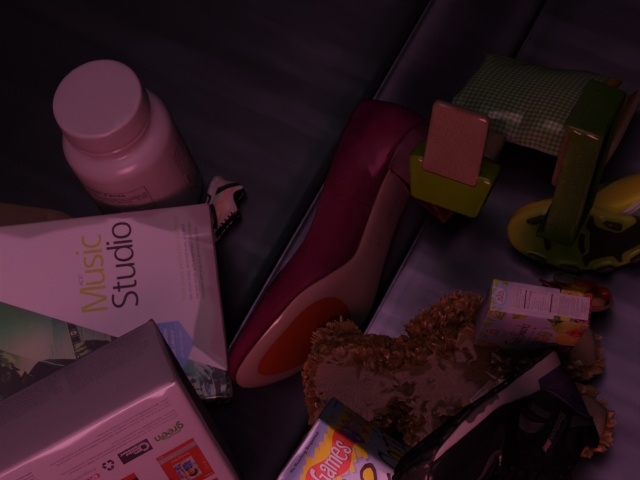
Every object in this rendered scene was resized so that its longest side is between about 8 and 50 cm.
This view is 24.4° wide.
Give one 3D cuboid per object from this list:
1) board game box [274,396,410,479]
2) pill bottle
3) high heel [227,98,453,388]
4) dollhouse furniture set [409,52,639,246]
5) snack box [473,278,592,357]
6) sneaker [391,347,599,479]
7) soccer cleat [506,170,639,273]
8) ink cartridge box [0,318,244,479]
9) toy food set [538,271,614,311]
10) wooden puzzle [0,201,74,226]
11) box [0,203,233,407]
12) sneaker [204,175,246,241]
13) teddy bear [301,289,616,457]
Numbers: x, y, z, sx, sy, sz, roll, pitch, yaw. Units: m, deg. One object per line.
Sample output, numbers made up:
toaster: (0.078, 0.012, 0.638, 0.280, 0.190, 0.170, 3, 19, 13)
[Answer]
board game box: (0.080, 0.296, 1.453, 0.275, 0.144, 0.142, 34, 96, 3)
pill bottle: (-0.226, -0.107, 1.719, 0.131, 0.229, 0.131, -4, 64, 9)
high heel: (0.000, 0.000, 1.705, 0.377, 0.127, 0.181, -43, 51, -14)
dollhouse furniture set: (0.240, -0.159, 1.628, 0.197, 0.151, 0.301, 19, 41, 15)
snack box: (0.212, 0.080, 1.498, 0.100, 0.141, 0.037, 9, 72, 3)
sneaker: (0.186, 0.203, 1.415, 0.283, 0.107, 0.124, -25, 77, -50)
soccer cleat: (0.354, -0.037, 1.670, 0.289, 0.093, 0.121, -10, 33, 11)
ink cartridge box: (-0.243, 0.282, 1.569, 0.309, 0.272, 0.130, -28, 32, -3)
toy food set: (0.283, 0.057, 1.633, 0.082, 0.083, 0.020, 20, 109, 31)
wooden puzzle: (-0.482, 0.099, 1.762, 0.347, 0.080, 0.322, 10, 68, 10)
box: (-0.270, 0.089, 1.675, 0.321, 0.058, 0.232, -7, 73, -4)
sneaker: (-0.121, -0.027, 1.768, 0.043, 0.040, 0.109, 12, 68, 13)
teddy bear: (0.150, 0.165, 1.601, 0.337, 0.113, 0.245, -18, 70, -6)
